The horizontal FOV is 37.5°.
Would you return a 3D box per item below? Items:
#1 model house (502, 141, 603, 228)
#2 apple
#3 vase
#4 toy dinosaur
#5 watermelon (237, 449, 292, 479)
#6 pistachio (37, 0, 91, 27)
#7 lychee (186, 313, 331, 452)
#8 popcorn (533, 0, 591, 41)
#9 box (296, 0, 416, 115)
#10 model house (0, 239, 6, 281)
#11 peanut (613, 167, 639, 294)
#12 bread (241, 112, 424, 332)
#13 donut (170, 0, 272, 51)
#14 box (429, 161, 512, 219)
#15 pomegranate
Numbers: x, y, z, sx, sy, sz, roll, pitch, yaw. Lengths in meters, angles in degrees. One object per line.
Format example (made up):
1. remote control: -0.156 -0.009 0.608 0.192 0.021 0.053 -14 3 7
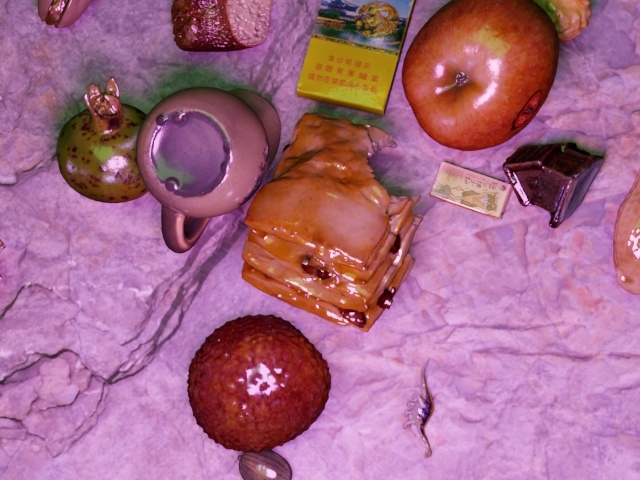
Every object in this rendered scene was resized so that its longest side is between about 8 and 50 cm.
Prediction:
1. model house: 0.436 -0.131 1.797 0.152 0.106 0.165 32 47 23
2. apple: 0.291 -0.318 1.749 0.278 0.250 0.309 21 99 9
3. vase: -0.219 -0.129 1.791 0.241 0.302 0.329 23 101 6
4. toy dinosaur: 0.181 0.310 1.755 0.058 0.037 0.180 5 85 -16
5. watermelon: -0.103 0.424 1.742 0.111 0.078 0.078 31 83 13
6. pistachio: -0.537 -0.517 1.980 0.113 0.113 0.149 32 89 12
7. lychee: -0.114 0.252 1.699 0.261 0.260 0.260 -1 78 6
8. popcorn: 0.447 -0.467 1.821 0.170 0.180 0.180 -33 76 19
9. box: 0.083 -0.431 1.918 0.187 0.047 0.334 14 79 10
10. model house: -0.753 0.040 1.844 0.206 0.178 0.271 42 118 23
11. peanut: 0.623 -0.044 1.729 0.147 0.147 0.305 29 82 11
12. bread: 0.030 -0.056 1.719 0.314 0.191 0.369 20 72 17
13. donut: -0.196 -0.446 1.924 0.187 0.144 0.126 1 83 -24
14. box: 0.293 -0.096 1.835 0.149 0.020 0.073 19 80 10
15. pomegranate: -0.406 -0.188 1.823 0.211 0.263 0.211 2 52 -3
